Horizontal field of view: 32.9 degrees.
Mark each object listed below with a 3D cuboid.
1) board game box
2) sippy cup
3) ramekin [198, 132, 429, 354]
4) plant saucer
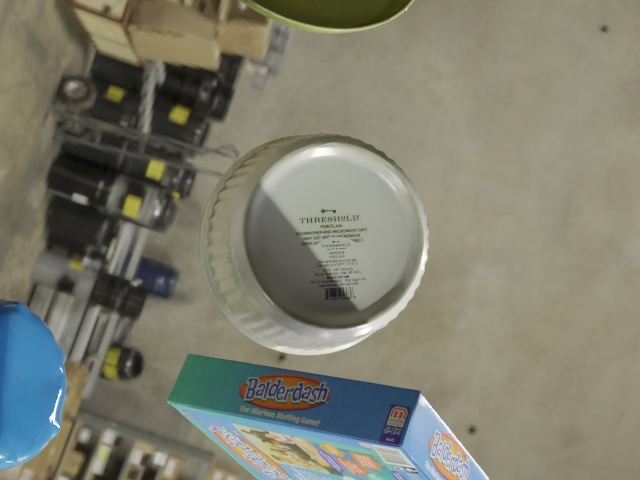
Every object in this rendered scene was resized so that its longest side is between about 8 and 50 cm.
[{"bbox_3d":[0.007,0.157,0.853,0.160,0.210,0.047,53,50,-47],"label":"board game box"},{"bbox_3d":[-0.396,0.154,1.120,0.240,0.224,0.306,-47,124,-60],"label":"sippy cup"},{"bbox_3d":[0.000,0.000,0.977,0.109,0.207,0.207,162,-52,-74],"label":"ramekin"},{"bbox_3d":[-0.016,-0.287,1.048,0.037,0.240,0.241,124,-13,-55],"label":"plant saucer"}]
